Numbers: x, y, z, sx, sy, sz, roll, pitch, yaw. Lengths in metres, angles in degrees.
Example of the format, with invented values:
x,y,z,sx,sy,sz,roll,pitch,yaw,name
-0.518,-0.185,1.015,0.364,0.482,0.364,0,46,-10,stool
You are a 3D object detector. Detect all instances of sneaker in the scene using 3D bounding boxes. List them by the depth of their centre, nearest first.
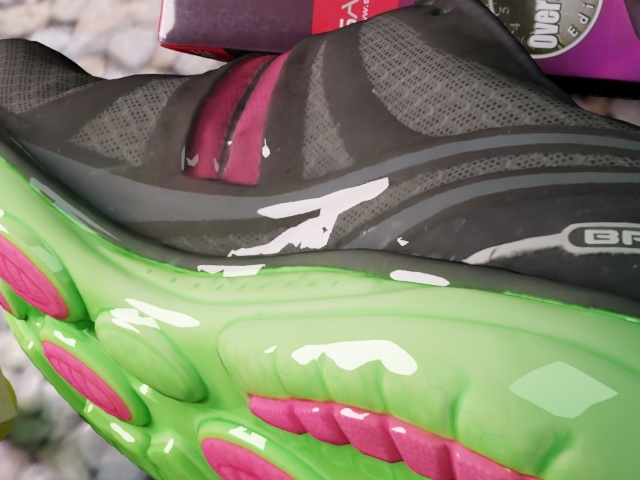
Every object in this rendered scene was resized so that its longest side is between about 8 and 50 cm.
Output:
x,y,z,sx,sy,sz,roll,pitch,yaw,name
0.000,0.000,0.574,0.483,0.185,0.202,22,52,42,sneaker

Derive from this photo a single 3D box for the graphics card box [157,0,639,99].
x,y,z,sx,sy,sz,roll,pitch,yaw,name
0.113,-0.181,0.625,0.371,0.094,0.232,9,93,22,graphics card box

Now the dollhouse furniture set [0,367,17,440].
x,y,z,sx,sy,sz,roll,pitch,yaw,name
-0.247,0.230,0.643,0.303,0.198,0.286,-20,82,-23,dollhouse furniture set
